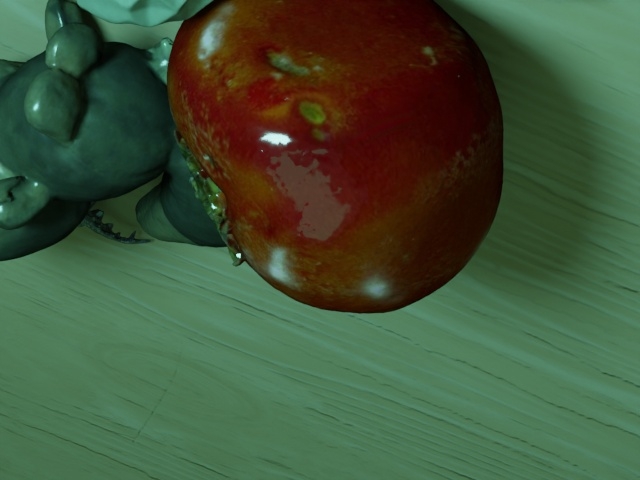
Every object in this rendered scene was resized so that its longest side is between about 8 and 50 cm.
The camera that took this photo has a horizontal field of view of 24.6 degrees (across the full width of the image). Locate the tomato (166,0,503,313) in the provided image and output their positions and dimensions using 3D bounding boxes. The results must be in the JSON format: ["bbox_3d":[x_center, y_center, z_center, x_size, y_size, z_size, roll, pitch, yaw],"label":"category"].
[{"bbox_3d":[0.017,-0.096,1.349,0.289,0.325,0.293,-25,134,-9],"label":"tomato"}]

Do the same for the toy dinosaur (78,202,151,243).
[{"bbox_3d":[-0.305,-0.038,1.796,0.209,0.039,0.082,25,141,-9],"label":"toy dinosaur"}]

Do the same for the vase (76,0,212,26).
[{"bbox_3d":[-0.148,-0.359,1.191,0.165,0.165,0.360,11,128,11],"label":"vase"}]

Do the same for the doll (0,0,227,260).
[{"bbox_3d":[-0.260,-0.060,1.586,0.378,0.252,0.382,39,145,-25],"label":"doll"}]
